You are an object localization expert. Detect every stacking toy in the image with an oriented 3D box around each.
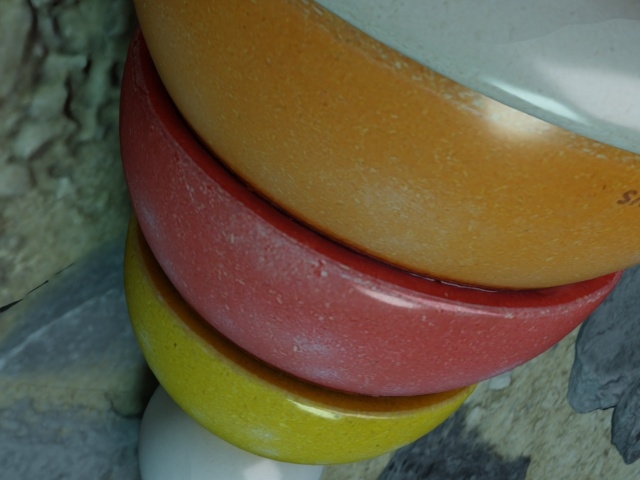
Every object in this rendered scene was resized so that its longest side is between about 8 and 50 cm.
[{"bbox_3d":[0.000,0.000,0.583,0.350,0.350,0.480,-6,136,-42],"label":"stacking toy"}]
